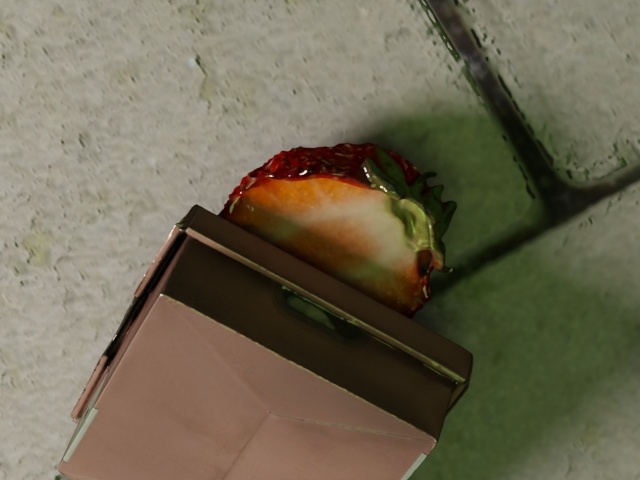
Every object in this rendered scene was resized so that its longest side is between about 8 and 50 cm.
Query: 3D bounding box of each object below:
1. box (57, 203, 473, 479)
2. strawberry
[{"bbox_3d":[-0.045,0.113,1.203,0.215,0.086,0.215,29,130,-6],"label":"box"},{"bbox_3d":[0.000,0.000,1.201,0.187,0.082,0.146,-19,115,18],"label":"strawberry"}]
